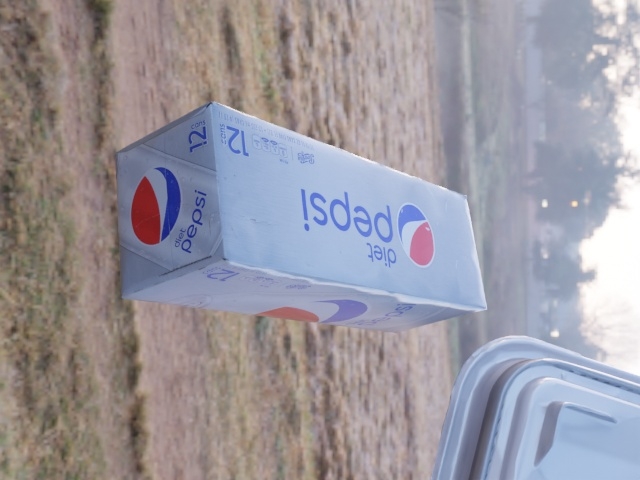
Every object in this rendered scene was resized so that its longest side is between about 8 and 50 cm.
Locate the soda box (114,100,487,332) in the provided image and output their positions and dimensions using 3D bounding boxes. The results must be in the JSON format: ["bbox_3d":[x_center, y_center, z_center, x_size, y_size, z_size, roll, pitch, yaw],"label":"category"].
[{"bbox_3d":[0.000,0.000,0.623,0.286,0.091,0.098,13,64,-50],"label":"soda box"}]

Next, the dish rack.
[{"bbox_3d":[0.230,0.235,0.617,0.072,0.333,0.285,149,-41,-71],"label":"dish rack"}]
